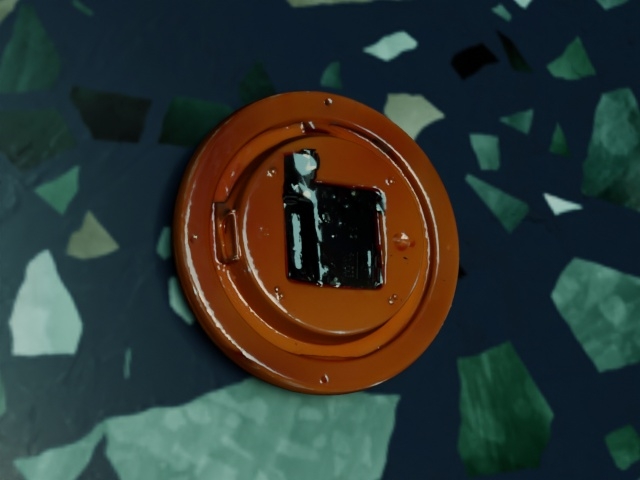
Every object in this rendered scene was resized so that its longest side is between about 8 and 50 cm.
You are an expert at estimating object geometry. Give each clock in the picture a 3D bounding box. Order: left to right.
[{"bbox_3d":[0.000,0.000,1.247,0.205,0.051,0.205,5,77,-24],"label":"clock"}]
